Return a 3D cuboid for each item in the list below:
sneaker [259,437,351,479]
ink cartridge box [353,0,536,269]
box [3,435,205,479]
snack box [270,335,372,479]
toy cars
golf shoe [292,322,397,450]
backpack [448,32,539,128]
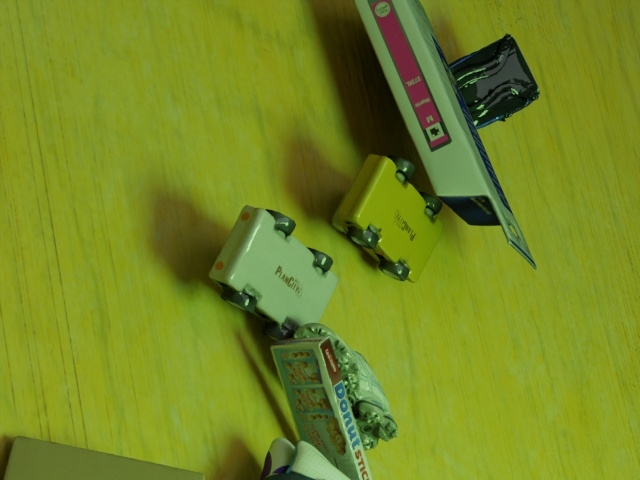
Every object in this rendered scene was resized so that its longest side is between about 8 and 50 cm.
[{"bbox_3d":[-0.069,0.281,1.329,0.322,0.130,0.236,18,42,-29],"label":"sneaker"},{"bbox_3d":[0.143,-0.135,1.705,0.371,0.069,0.176,66,12,17],"label":"ink cartridge box"},{"bbox_3d":[-0.186,0.253,1.171,0.164,0.021,0.201,14,41,-7],"label":"box"},{"bbox_3d":[0.004,0.181,1.451,0.022,0.064,0.178,-31,109,-48],"label":"snack box"},{"bbox_3d":[0.000,0.000,1.546,0.393,0.087,0.177,-25,127,-49],"label":"toy cars"},{"bbox_3d":[0.019,0.138,1.521,0.086,0.069,0.176,-94,157,-53],"label":"golf shoe"},{"bbox_3d":[0.200,-0.187,1.860,0.120,0.101,0.098,-29,90,-18],"label":"backpack"}]
